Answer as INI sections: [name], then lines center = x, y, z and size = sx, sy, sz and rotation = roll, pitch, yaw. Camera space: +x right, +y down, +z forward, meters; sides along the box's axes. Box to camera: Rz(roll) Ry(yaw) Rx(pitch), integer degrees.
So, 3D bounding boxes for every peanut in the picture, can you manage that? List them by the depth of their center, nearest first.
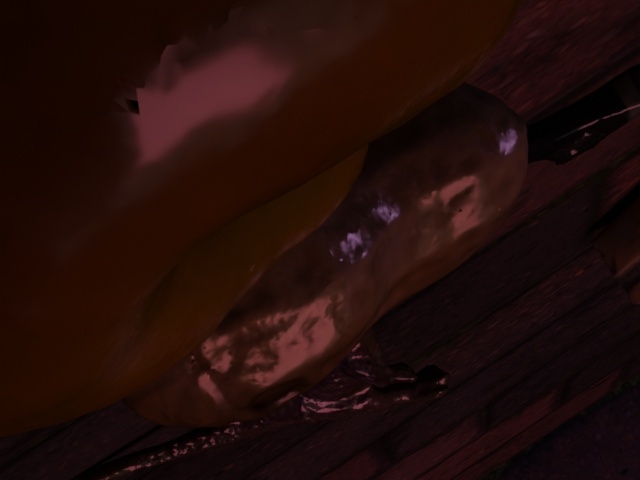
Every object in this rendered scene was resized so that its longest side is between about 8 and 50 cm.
[peanut]
center = 0.000, 0.000, 0.767
size = 0.236, 0.110, 0.120
rotation = -30, 156, -21

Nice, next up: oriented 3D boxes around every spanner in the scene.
[spanner]
center = 0.090, -0.036, 1.016
size = 0.316, 0.024, 0.087
rotation = -25, 168, -33

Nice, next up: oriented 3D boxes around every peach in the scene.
[peach]
center = -0.050, -0.055, 0.437
size = 0.251, 0.153, 0.251
rotation = -39, -179, 1

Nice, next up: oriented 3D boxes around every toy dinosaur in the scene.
[toy dinosaur]
center = -0.026, 0.095, 1.136
size = 0.251, 0.072, 0.200
rotation = -30, 160, 36

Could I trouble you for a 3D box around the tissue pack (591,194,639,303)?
[tissue pack]
center = 0.354, -0.047, 1.407
size = 0.186, 0.090, 0.222
rotation = -18, 157, -41
